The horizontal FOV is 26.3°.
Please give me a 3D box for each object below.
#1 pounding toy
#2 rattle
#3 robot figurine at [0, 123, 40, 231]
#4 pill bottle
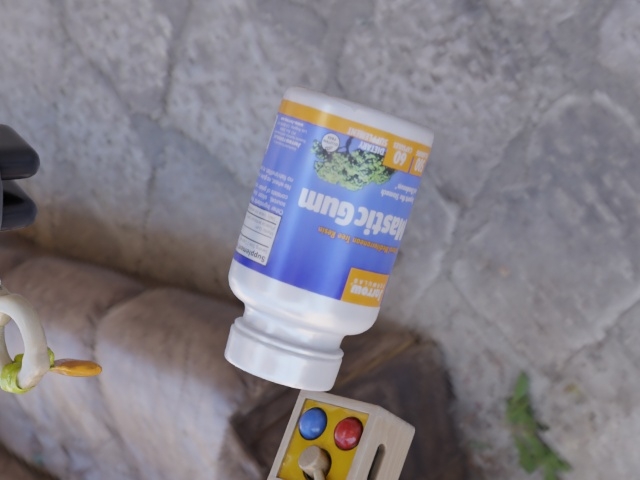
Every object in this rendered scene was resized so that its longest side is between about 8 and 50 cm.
[{"bbox_3d":[0.015,0.234,1.411,0.130,0.141,0.100,8,161,41],"label":"pounding toy"},{"bbox_3d":[-0.379,0.091,1.794,0.200,0.142,0.130,63,151,18],"label":"rattle"},{"bbox_3d":[-0.433,-0.055,1.396,0.173,0.278,0.209,-26,76,57],"label":"robot figurine"},{"bbox_3d":[0.000,0.000,1.319,0.152,0.152,0.272,21,96,43],"label":"pill bottle"}]
